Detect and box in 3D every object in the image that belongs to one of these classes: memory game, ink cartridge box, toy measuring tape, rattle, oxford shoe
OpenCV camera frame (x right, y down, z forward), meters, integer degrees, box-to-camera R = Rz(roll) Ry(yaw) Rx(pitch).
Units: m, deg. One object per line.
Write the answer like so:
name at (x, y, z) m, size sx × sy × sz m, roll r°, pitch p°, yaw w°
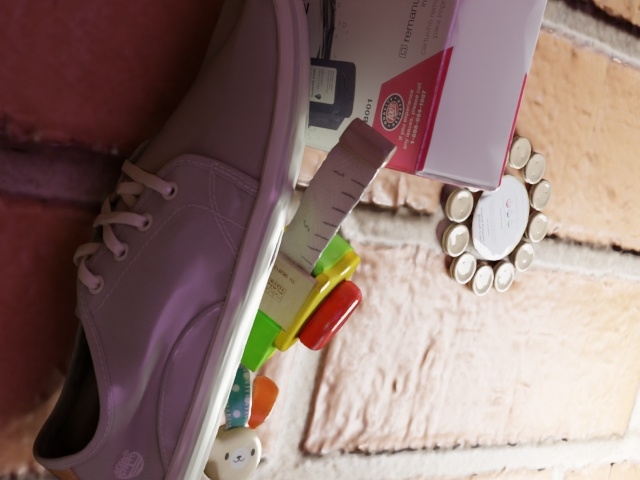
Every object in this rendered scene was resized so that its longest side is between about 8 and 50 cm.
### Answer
memory game at (0.201, -0.026, 1.175) m, size 0.186 × 0.012 × 0.186 m, roll -16°, pitch 115°, yaw -39°
ink cartridge box at (0.047, -0.149, 0.838) m, size 0.100 × 0.237 × 0.172 m, roll 8°, pitch 98°, yaw -40°
toy measuring tape at (0.000, 0.000, 0.856) m, size 0.121 × 0.121 × 0.330 m, roll -22°, pitch 156°, yaw -36°
rattle at (-0.079, 0.212, 0.913) m, size 0.200 × 0.143 × 0.130 m, roll -42°, pitch 110°, yaw -18°
oxford shoe at (-0.116, 0.000, 0.803) m, size 0.130 × 0.169 × 0.449 m, roll 16°, pitch 93°, yaw -22°
